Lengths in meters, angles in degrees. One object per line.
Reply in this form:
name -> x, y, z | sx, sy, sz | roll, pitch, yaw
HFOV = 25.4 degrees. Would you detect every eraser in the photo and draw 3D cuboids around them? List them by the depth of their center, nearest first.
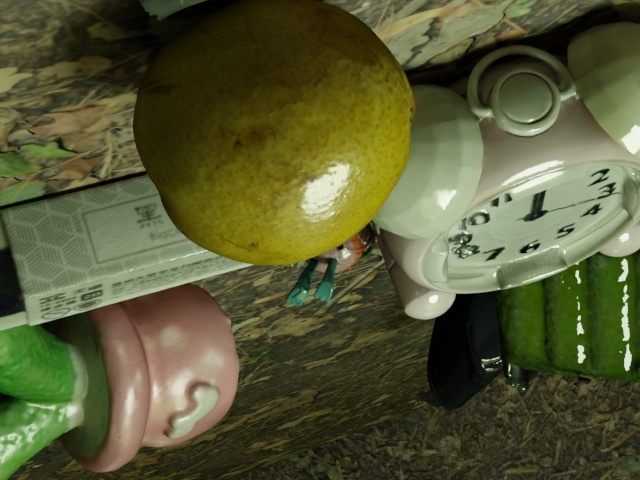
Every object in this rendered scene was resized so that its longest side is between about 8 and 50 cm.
eraser -> -0.178, -0.002, 1.357 | 0.404, 0.096, 0.098 | -14, 165, -14

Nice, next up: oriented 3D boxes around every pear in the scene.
pear -> -0.028, -0.086, 1.059 | 0.209, 0.209, 0.209 | -17, 164, -5

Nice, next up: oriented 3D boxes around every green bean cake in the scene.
green bean cake -> 0.397, 0.052, 1.706 | 0.319, 0.218, 0.335 | 4, -156, 32

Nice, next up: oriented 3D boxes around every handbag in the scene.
handbag -> 0.253, 0.099, 2.060 | 0.275, 0.178, 0.302 | -31, 169, -15

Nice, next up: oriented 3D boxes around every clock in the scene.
clock -> 0.196, -0.071, 1.421 | 0.342, 0.184, 0.326 | -23, 161, -5

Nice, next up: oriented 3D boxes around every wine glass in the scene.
wine glass -> -0.087, -0.182, 0.963 | 0.083, 0.039, 0.042 | -21, 150, 27

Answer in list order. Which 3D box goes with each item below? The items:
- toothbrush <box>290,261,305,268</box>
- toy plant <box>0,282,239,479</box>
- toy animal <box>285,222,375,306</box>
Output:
toothbrush -> 0.149, -0.061, 1.648 | 0.413, 0.042, 0.035 | -22, 164, 4
toy plant -> -0.271, 0.134, 1.562 | 0.356, 0.210, 0.317 | -4, 126, -31
toy animal -> 0.000, 0.000, 1.534 | 0.208, 0.103, 0.100 | -53, 165, -67
